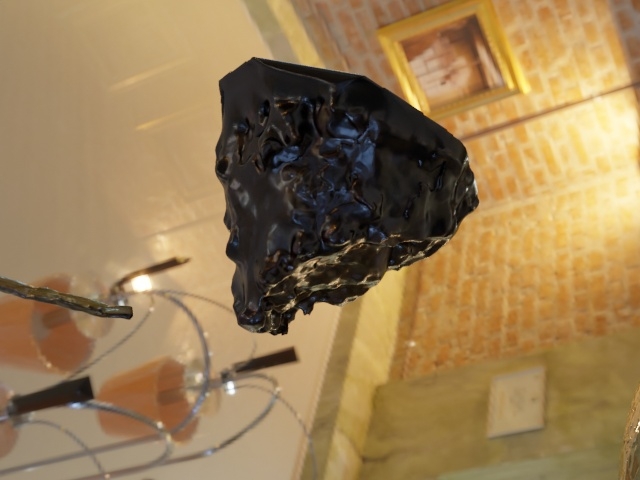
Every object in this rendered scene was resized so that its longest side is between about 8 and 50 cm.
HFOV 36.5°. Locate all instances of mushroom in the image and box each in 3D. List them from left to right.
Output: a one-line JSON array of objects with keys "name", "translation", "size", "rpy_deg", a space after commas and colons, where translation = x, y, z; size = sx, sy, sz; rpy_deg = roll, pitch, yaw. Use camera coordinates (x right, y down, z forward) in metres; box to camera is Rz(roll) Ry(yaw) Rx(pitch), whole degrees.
[{"name": "mushroom", "translation": [-0.291, 0.034, 0.826], "size": [0.028, 0.286, 0.026], "rpy_deg": [-46, -36, -63]}]

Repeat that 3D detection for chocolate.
[{"name": "chocolate", "translation": [0.000, 0.000, 0.764], "size": [0.224, 0.206, 0.177], "rpy_deg": [58, -130, -61]}]

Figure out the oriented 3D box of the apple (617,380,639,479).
[{"name": "apple", "translation": [0.198, 0.088, 0.406], "size": [0.265, 0.120, 0.193], "rpy_deg": [-89, 5, -66]}]
